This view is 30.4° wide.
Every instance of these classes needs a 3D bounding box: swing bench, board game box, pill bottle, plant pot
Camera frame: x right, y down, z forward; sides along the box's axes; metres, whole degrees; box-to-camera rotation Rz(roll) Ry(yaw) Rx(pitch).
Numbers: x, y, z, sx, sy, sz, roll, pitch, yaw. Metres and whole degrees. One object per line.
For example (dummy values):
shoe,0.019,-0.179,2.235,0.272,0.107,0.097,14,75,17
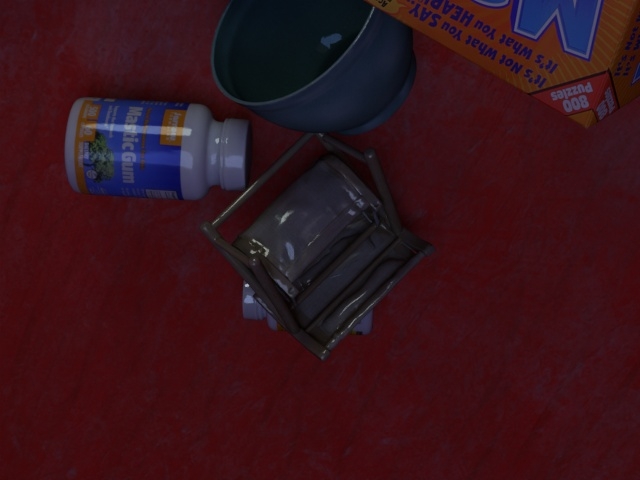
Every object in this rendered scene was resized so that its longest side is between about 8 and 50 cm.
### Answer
swing bench,0.000,0.000,1.811,0.253,0.165,0.255,-44,132,-11
board game box,0.314,-0.416,1.401,0.356,0.356,0.356,35,132,25
pill bottle,-0.246,-0.140,1.826,0.272,0.152,0.152,3,118,3
pill bottle,-0.018,0.094,1.950,0.215,0.117,0.117,2,118,2
plant pot,0.018,-0.271,1.690,0.293,0.293,0.196,-34,137,19
